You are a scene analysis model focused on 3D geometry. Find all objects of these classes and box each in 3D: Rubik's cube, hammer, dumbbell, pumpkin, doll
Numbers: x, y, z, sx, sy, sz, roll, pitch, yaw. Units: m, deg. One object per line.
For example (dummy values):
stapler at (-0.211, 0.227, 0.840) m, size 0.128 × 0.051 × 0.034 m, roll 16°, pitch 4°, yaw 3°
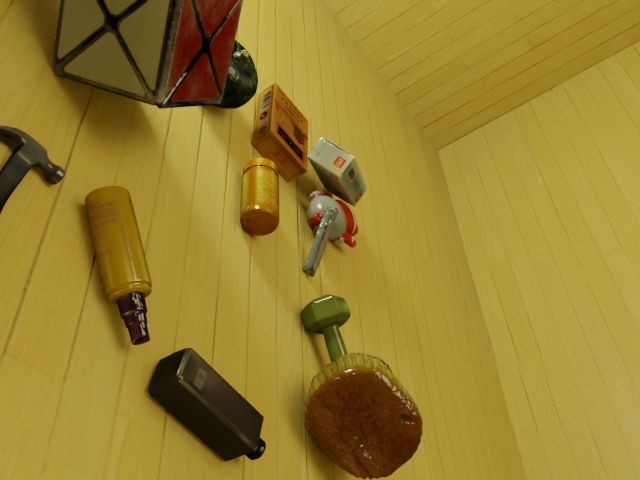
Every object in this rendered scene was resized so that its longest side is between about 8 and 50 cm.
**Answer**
Rubik's cube at (-0.329, -0.410, 1.289) m, size 0.260 × 0.254 × 0.259 m, roll 22°, pitch 18°, yaw 16°
hammer at (-0.481, -0.070, 0.974) m, size 0.137 × 0.037 × 0.290 m, roll 49°, pitch 26°, yaw -29°
dumbbell at (0.045, 0.282, 1.596) m, size 0.121 × 0.108 × 0.302 m, roll 22°, pitch 45°, yaw -57°
pumpkin at (-0.249, -0.447, 1.727) m, size 0.211 × 0.152 × 0.211 m, roll -14°, pitch 90°, yaw -75°
doll at (0.035, -0.063, 1.979) m, size 0.199 × 0.105 × 0.336 m, roll 65°, pitch 15°, yaw 5°

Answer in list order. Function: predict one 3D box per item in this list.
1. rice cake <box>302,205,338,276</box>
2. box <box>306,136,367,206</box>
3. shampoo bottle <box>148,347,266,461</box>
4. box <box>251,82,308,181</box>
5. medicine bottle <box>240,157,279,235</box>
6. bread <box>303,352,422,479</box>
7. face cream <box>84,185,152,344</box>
rice cake at (0.001, 0.001, 1.796) m, size 0.033 × 0.033 × 0.207 m, roll 45°, pitch 59°, yaw -50°
box at (0.054, -0.206, 2.035) m, size 0.135 × 0.079 × 0.269 m, roll 34°, pitch -7°, yaw 20°
shampoo bottle at (-0.183, 0.295, 1.142) m, size 0.246 × 0.079 × 0.080 m, roll 51°, pitch 27°, yaw -25°
box at (-0.115, -0.325, 1.975) m, size 0.174 × 0.076 × 0.274 m, roll 45°, pitch 29°, yaw -33°
medicine bottle at (-0.150, -0.109, 1.638) m, size 0.096 × 0.096 × 0.192 m, roll 43°, pitch 29°, yaw -37°
bread at (0.088, 0.379, 1.425) m, size 0.253 × 0.227 × 0.142 m, roll 57°, pitch 0°, yaw -3°
face cream at (-0.331, 0.042, 1.112) m, size 0.078 × 0.078 × 0.273 m, roll 17°, pitch 49°, yaw -59°
